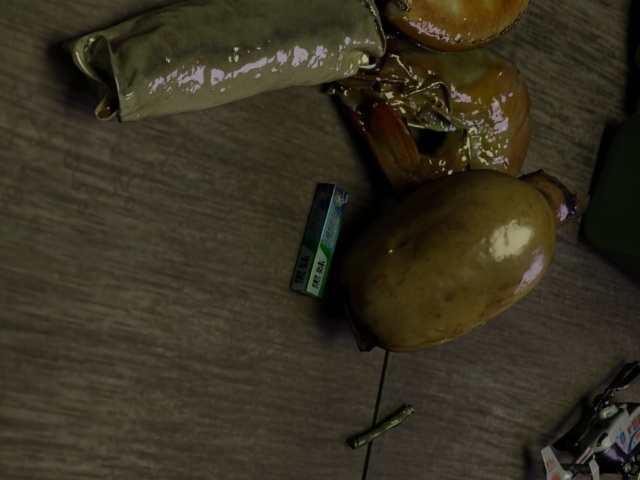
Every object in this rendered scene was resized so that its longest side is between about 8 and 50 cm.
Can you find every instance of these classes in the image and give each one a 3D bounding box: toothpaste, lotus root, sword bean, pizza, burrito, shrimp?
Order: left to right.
[{"bbox_3d":[-0.061,-0.127,1.303,0.275,0.059,0.082,-22,86,-46],"label":"burrito"},{"bbox_3d":[0.000,0.000,1.445,0.020,0.017,0.083,28,73,-51],"label":"toothpaste"},{"bbox_3d":[0.049,0.147,1.539,0.083,0.012,0.012,-25,115,-50],"label":"sword bean"},{"bbox_3d":[0.079,-0.093,1.503,0.267,0.061,0.145,20,89,-54],"label":"shrimp"},{"bbox_3d":[0.092,-0.236,1.485,0.201,0.053,0.193,-4,89,-53],"label":"pizza"},{"bbox_3d":[0.110,0.008,1.476,0.221,0.125,0.118,-33,101,-10],"label":"lotus root"}]

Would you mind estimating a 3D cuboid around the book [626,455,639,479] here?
[{"bbox_3d":[0.359,0.349,1.971,0.322,0.018,0.228,39,64,-48],"label":"book"}]

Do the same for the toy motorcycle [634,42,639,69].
[{"bbox_3d":[0.365,-0.206,1.820,0.223,0.108,0.341,-39,125,-32],"label":"toy motorcycle"}]

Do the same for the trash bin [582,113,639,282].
[{"bbox_3d":[0.420,0.016,1.826,0.343,0.223,0.158,24,84,-50],"label":"trash bin"}]

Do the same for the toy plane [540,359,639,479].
[{"bbox_3d":[0.253,0.183,1.784,0.197,0.053,0.078,-32,112,-47],"label":"toy plane"}]
